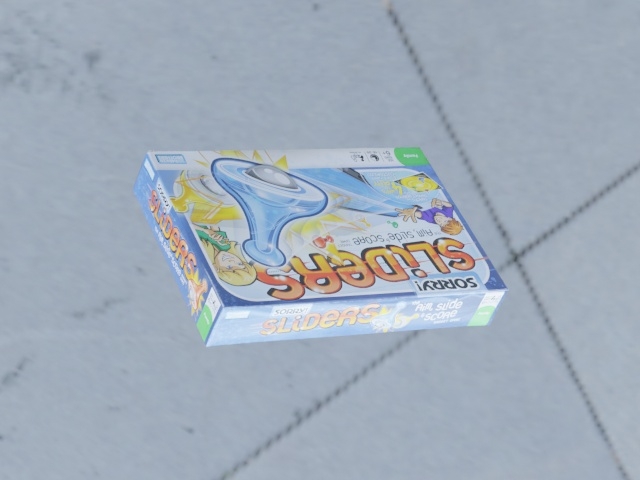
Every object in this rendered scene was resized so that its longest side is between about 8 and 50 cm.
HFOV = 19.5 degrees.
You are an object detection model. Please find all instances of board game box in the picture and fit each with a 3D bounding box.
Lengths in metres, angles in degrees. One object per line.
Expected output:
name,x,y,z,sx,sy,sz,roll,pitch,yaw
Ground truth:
board game box,0.000,0.000,1.156,0.201,0.136,0.035,-3,136,-31
